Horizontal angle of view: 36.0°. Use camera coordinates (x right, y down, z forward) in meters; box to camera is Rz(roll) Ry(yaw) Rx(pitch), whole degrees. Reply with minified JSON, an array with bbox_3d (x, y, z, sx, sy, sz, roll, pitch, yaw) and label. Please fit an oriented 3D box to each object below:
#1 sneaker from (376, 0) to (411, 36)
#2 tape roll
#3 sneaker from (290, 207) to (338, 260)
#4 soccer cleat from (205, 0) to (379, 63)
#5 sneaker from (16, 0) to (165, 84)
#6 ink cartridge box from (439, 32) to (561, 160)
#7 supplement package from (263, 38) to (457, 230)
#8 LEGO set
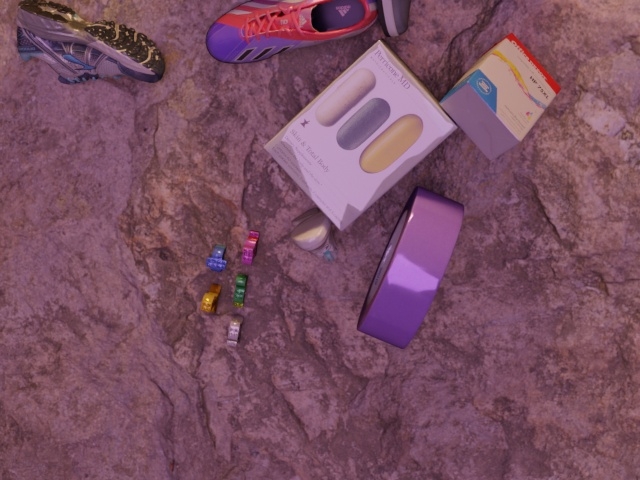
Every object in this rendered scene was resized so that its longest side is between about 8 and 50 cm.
[{"bbox_3d":[0.191,-0.496,1.680,0.178,0.124,0.295,4,102,14],"label":"sneaker"},{"bbox_3d":[0.155,0.047,1.719,0.090,0.275,0.275,22,104,-1],"label":"tape roll"},{"bbox_3d":[0.000,0.000,1.757,0.080,0.212,0.094,-29,99,4],"label":"sneaker"},{"bbox_3d":[-0.054,-0.380,1.724,0.318,0.116,0.109,-10,101,7],"label":"soccer cleat"},{"bbox_3d":[-0.418,-0.337,1.790,0.283,0.110,0.122,22,121,2],"label":"sneaker"},{"bbox_3d":[0.314,-0.255,1.663,0.134,0.231,0.078,47,140,-6],"label":"ink cartridge box"},{"bbox_3d":[0.073,-0.189,1.713,0.262,0.198,0.199,-42,95,12],"label":"supplement package"},{"bbox_3d":[-0.181,0.094,1.853,0.087,0.093,0.227,11,103,3],"label":"LEGO set"}]
